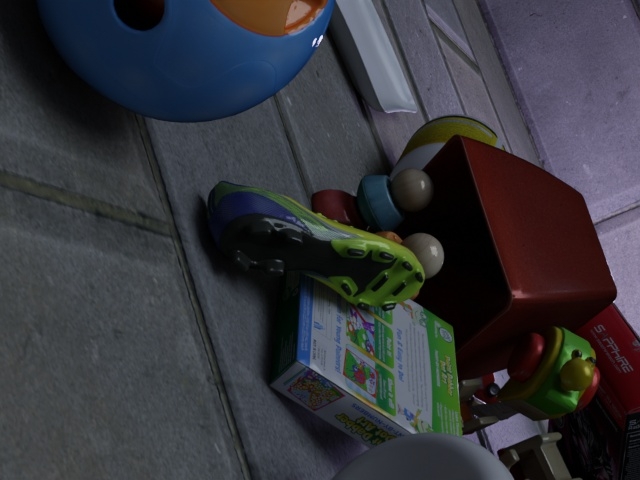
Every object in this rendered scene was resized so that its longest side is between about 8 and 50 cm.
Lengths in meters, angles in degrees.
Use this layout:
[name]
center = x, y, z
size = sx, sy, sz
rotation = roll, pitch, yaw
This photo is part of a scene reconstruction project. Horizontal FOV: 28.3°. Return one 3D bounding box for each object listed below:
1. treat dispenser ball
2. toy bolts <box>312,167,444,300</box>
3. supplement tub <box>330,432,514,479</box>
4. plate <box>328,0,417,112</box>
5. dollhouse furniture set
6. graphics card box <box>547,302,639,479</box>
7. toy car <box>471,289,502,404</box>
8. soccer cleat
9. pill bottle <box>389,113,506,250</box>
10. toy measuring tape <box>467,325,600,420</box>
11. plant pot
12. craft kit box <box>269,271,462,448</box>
[treat dispenser ball]
center = -0.126, -0.256, 1.200
size = 0.288, 0.288, 0.288
rotation = 54, 21, -33
[toy bolts]
center = 0.103, 0.016, 1.709
size = 0.218, 0.158, 0.228
rotation = 45, 28, -48
[supplement tub]
center = 0.146, 0.371, 1.264
size = 0.325, 0.235, 0.235
rotation = 54, 22, -34
[plate]
center = 0.077, -0.349, 2.280
size = 0.278, 0.045, 0.277
rotation = 66, 17, 2
[dollhouse furniture set]
center = 0.210, 0.325, 1.642
size = 0.259, 0.135, 0.262
rotation = 1, 58, -46
[graphics card box]
center = 0.428, 0.293, 1.900
size = 0.233, 0.094, 0.371
rotation = -116, -165, -48
[toy car]
center = 0.226, 0.125, 2.040
size = 0.225, 0.053, 0.239
rotation = -116, -163, -47
[soccer cleat]
center = 0.000, -0.001, 1.425
size = 0.289, 0.093, 0.121
rotation = 18, 30, -35
[pill bottle]
center = 0.208, -0.086, 2.089
size = 0.188, 0.188, 0.334
rotation = 63, 18, -10
[toy measuring tape]
center = 0.292, 0.183, 1.731
size = 0.121, 0.121, 0.330
rotation = 68, -17, 5
[plant pot]
center = 0.252, 0.041, 1.788
size = 0.236, 0.267, 0.267
rotation = 5, 57, -30
[craft kit box]
center = 0.057, 0.132, 1.476
size = 0.247, 0.061, 0.250
rotation = 32, 31, -19
